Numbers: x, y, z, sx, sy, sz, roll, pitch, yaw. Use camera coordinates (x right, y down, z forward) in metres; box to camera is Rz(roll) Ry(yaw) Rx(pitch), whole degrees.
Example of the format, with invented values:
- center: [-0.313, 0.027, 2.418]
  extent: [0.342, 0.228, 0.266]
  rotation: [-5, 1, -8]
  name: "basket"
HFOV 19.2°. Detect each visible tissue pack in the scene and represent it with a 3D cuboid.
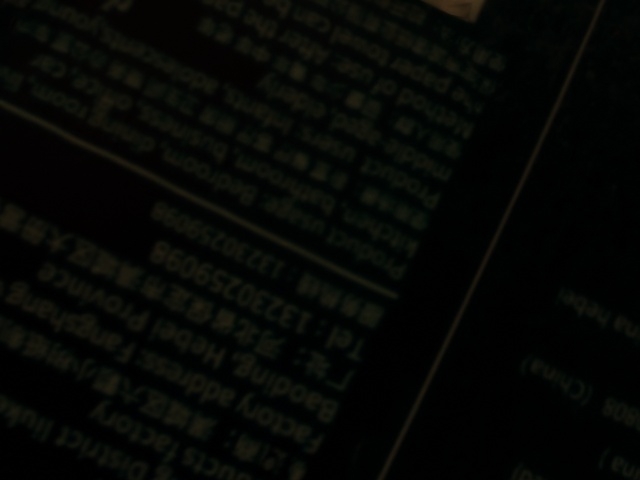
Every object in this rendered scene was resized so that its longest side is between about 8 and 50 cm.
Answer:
- center: [0.000, 0.000, 0.577]
  extent: [0.416, 0.264, 0.253]
  rotation: [24, 175, -4]
  name: "tissue pack"
